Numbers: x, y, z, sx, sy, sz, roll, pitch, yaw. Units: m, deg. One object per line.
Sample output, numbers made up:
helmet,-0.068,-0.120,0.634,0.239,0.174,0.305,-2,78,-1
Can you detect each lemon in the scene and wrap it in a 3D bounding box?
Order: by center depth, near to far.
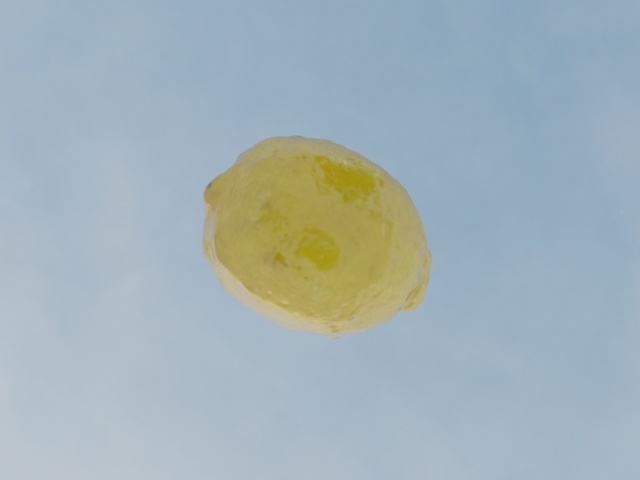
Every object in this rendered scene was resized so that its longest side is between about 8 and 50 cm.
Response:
lemon,0.000,0.000,0.610,0.155,0.114,0.114,27,-80,-18
